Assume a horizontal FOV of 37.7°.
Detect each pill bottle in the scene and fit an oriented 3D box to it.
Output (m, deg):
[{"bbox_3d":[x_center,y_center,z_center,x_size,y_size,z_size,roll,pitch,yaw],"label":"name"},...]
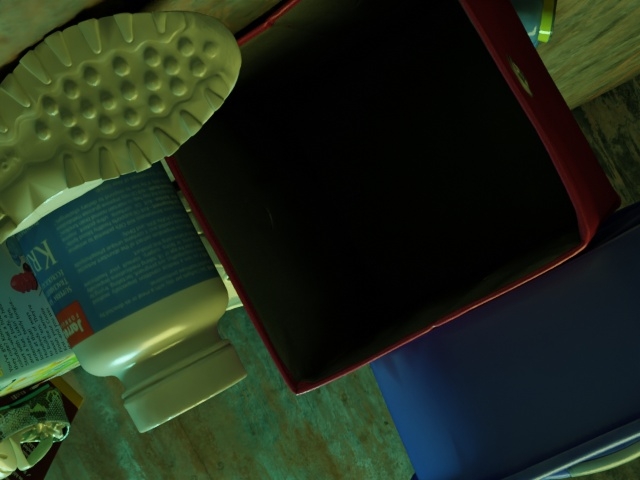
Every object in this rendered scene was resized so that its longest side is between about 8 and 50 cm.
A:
[{"bbox_3d":[-0.145,0.025,0.706,0.124,0.221,0.124,-28,176,-2],"label":"pill bottle"}]

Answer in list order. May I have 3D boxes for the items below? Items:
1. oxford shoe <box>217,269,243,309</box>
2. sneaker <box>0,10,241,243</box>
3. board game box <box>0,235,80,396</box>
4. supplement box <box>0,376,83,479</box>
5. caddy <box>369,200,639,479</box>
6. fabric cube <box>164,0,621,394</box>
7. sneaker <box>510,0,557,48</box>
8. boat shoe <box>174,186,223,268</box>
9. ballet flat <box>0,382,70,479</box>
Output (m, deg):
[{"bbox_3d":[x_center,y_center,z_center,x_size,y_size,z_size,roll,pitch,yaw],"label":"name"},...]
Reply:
[{"bbox_3d":[-0.122,0.015,1.250,0.449,0.169,0.130,-22,178,-9],"label":"oxford shoe"},{"bbox_3d":[-0.148,-0.072,0.571,0.235,0.090,0.095,-25,-170,18],"label":"sneaker"},{"bbox_3d":[-0.292,0.064,0.783,0.142,0.144,0.275,-29,176,25],"label":"board game box"},{"bbox_3d":[-0.398,0.201,1.029,0.129,0.191,0.194,-30,-157,23],"label":"supplement box"},{"bbox_3d":[0.208,0.101,0.767,0.341,0.179,0.241,-29,177,17],"label":"caddy"},{"bbox_3d":[0.068,-0.066,0.769,0.259,0.254,0.258,-30,176,24],"label":"fabric cube"},{"bbox_3d":[0.195,-0.235,0.975,0.082,0.069,0.209,4,-169,8],"label":"sneaker"},{"bbox_3d":[-0.063,-0.045,1.162,0.324,0.123,0.116,-9,-159,-31],"label":"boat shoe"},{"bbox_3d":[-0.270,0.170,0.801,0.070,0.070,0.188,-29,176,17],"label":"ballet flat"}]
